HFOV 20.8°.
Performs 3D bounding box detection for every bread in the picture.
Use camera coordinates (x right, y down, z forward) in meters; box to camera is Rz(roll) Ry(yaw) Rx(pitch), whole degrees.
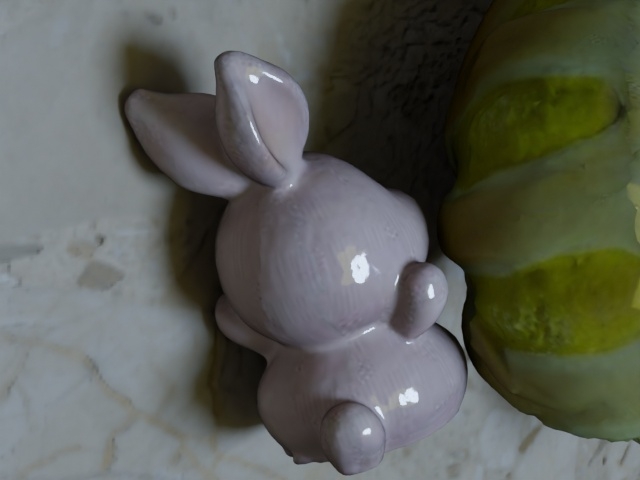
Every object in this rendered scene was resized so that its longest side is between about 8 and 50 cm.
[{"bbox_3d":[0.168,-0.026,0.930,0.333,0.160,0.333,21,66,-56],"label":"bread"}]

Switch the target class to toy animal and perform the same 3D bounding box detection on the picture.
[{"bbox_3d":[0.000,-0.001,0.823,0.124,0.124,0.212,-31,113,-37],"label":"toy animal"}]
